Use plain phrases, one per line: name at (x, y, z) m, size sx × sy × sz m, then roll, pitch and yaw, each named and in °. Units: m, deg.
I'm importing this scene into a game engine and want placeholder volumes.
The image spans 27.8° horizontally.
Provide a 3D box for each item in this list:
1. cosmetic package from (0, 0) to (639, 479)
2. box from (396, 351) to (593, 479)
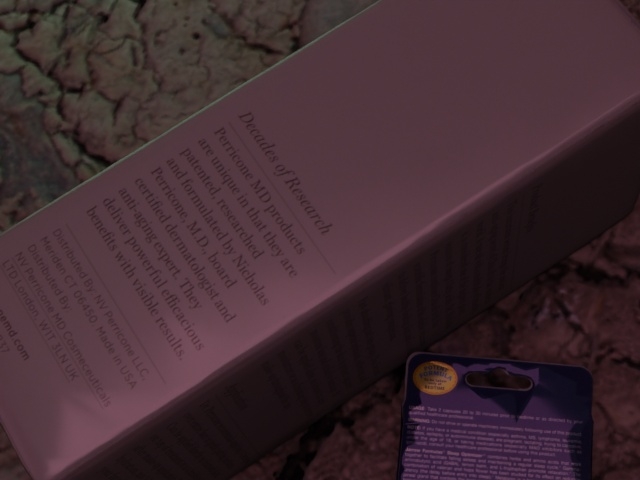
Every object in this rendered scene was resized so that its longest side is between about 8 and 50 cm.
cosmetic package at (0.000, 0.000, 0.874) m, size 0.453 × 0.230 × 0.161 m, roll -32°, pitch 70°, yaw -7°
box at (0.118, 0.194, 0.896) m, size 0.136 × 0.036 × 0.225 m, roll 4°, pitch 72°, yaw 7°
